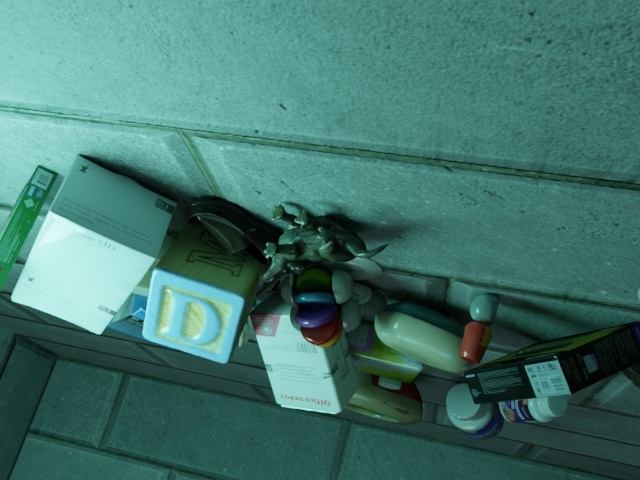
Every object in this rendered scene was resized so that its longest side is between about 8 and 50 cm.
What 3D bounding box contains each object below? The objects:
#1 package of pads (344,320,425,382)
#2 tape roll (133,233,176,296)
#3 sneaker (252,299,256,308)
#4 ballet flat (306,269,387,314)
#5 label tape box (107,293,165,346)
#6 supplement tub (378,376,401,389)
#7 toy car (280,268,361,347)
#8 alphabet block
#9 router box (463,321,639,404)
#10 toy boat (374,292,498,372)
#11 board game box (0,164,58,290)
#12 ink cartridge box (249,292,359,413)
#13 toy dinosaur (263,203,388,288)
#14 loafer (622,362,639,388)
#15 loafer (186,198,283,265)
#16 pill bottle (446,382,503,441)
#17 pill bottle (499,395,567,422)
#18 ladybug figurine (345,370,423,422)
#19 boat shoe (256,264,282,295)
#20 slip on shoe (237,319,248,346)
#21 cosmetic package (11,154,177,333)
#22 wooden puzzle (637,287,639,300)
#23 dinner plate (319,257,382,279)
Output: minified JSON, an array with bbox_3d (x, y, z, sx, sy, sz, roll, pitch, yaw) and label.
[{"bbox_3d":[0.143,0.307,1.810,0.296,0.101,0.229,13,158,2],"label":"package of pads"},{"bbox_3d":[-0.475,0.051,1.622,0.391,0.072,0.392,12,158,5],"label":"tape roll"},{"bbox_3d":[-0.236,0.142,1.706,0.152,0.058,0.084,27,164,-12],"label":"sneaker"},{"bbox_3d":[0.050,0.117,1.466,0.213,0.072,0.068,13,153,4],"label":"ballet flat"},{"bbox_3d":[-0.500,0.243,2.031,0.249,0.115,0.347,26,152,-26],"label":"label tape box"},{"bbox_3d":[0.217,0.389,1.943,0.071,0.107,0.071,12,157,5],"label":"supplement tub"},{"bbox_3d":[-0.004,0.152,1.387,0.159,0.136,0.182,-5,123,18],"label":"toy car"},{"bbox_3d":[-0.240,0.107,1.355,0.193,0.197,0.192,19,122,-1],"label":"alphabet block"},{"bbox_3d":[0.497,0.267,1.382,0.242,0.081,0.309,-14,169,-27],"label":"router box"},{"bbox_3d":[0.287,0.201,1.459,0.267,0.148,0.318,27,162,-17],"label":"toy boat"},{"bbox_3d":[-0.649,0.017,1.326,0.046,0.317,0.213,29,153,-26],"label":"board game box"},{"bbox_3d":[-0.040,0.288,1.663,0.207,0.117,0.283,-2,113,33],"label":"ink cartridge box"},{"bbox_3d":[0.000,0.000,1.209,0.313,0.121,0.160,-13,161,32],"label":"toy dinosaur"},{"bbox_3d":[0.734,0.288,1.457,0.267,0.096,0.084,37,169,-29],"label":"loafer"},{"bbox_3d":[-0.168,-0.014,1.279,0.220,0.078,0.080,25,155,-25],"label":"loafer"},{"bbox_3d":[0.502,0.561,2.115,0.152,0.152,0.272,1,155,29],"label":"pill bottle"},{"bbox_3d":[0.638,0.491,1.928,0.108,0.108,0.193,23,155,-19],"label":"pill bottle"},{"bbox_3d":[0.168,0.484,2.109,0.305,0.162,0.449,-4,152,47],"label":"ladybug figurine"},{"bbox_3d":[-0.131,0.101,1.540,0.066,0.066,0.183,10,162,-12],"label":"boat shoe"},{"bbox_3d":[-0.231,0.182,1.621,0.101,0.123,0.331,1,151,-7],"label":"slip on shoe"},{"bbox_3d":[-0.474,0.025,1.329,0.217,0.156,0.385,25,141,-18],"label":"cosmetic package"},{"bbox_3d":[0.706,0.107,1.085,0.238,0.044,0.221,18,157,-9],"label":"wooden puzzle"},{"bbox_3d":[0.063,0.060,1.397,0.141,0.017,0.141,11,157,5],"label":"dinner plate"}]
